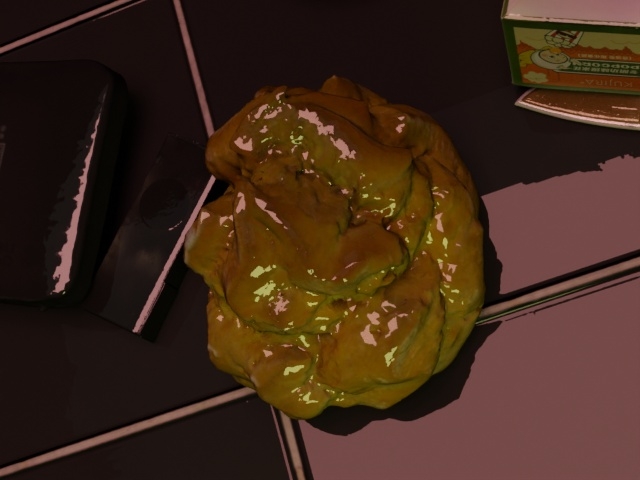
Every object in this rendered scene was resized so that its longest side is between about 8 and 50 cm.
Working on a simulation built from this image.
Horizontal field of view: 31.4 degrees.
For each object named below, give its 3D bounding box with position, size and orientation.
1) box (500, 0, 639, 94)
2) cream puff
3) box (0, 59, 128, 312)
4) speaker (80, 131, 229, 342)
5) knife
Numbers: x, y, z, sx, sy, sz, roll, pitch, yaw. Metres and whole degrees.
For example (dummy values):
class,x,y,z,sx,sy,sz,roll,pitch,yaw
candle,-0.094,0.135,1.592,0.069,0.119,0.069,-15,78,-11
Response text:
class,x,y,z,sx,sy,sz,roll,pitch,yaw
box,0.292,-0.250,1.124,0.195,0.148,0.177,7,72,17
cream puff,0.000,0.002,1.091,0.291,0.257,0.324,27,84,24
box,-0.365,-0.066,1.291,0.290,0.073,0.289,2,75,25
speaker,-0.174,-0.004,1.249,0.082,0.044,0.218,24,83,20
knife,0.325,-0.134,1.154,0.256,0.022,0.046,8,82,18
